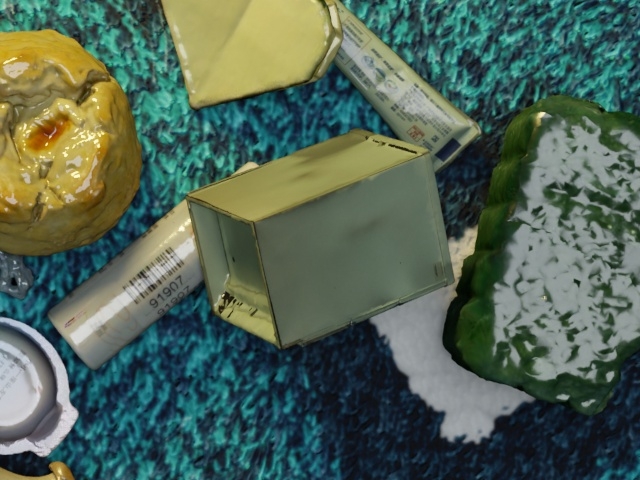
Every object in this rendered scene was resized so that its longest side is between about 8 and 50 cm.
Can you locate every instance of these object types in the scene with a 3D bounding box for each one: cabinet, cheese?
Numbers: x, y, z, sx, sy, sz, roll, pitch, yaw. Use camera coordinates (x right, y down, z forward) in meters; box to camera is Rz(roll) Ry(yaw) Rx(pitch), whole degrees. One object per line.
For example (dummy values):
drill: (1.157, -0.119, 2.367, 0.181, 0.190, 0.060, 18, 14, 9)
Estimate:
cabinet: (0.000, 0.000, 1.879, 0.206, 0.145, 0.150, -22, 112, -25)
cheese: (-0.356, 0.125, 1.924, 0.244, 0.052, 0.135, 39, 82, -4)

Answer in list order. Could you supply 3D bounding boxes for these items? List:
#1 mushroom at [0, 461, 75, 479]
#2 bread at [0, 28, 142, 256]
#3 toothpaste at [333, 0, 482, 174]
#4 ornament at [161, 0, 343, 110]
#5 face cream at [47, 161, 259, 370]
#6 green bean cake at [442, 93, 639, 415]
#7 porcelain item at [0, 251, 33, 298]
mushroom: (-0.346, 0.260, 1.905, 0.212, 0.088, 0.097, 6, 76, -10)
bread: (-0.298, -0.101, 1.886, 0.244, 0.134, 0.245, 2, 81, -11)
toothpaste: (0.053, -0.184, 1.984, 0.268, 0.047, 0.069, 45, 80, -5)
ornament: (-0.091, -0.212, 1.951, 0.201, 0.059, 0.180, 35, 109, 8)
face cream: (-0.154, 0.020, 1.936, 0.269, 0.082, 0.082, -40, 94, -5)
green bean cake: (0.306, 0.030, 1.953, 0.300, 0.169, 0.308, 18, 88, -5)
porcelain item: (-0.320, 0.021, 1.943, 0.036, 0.028, 0.083, -17, 93, 10)
